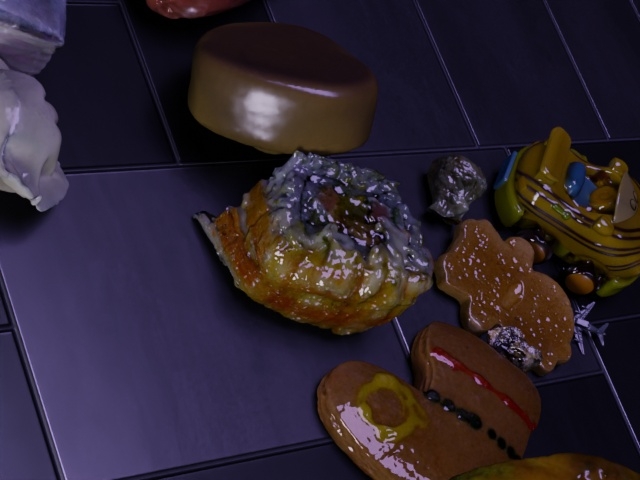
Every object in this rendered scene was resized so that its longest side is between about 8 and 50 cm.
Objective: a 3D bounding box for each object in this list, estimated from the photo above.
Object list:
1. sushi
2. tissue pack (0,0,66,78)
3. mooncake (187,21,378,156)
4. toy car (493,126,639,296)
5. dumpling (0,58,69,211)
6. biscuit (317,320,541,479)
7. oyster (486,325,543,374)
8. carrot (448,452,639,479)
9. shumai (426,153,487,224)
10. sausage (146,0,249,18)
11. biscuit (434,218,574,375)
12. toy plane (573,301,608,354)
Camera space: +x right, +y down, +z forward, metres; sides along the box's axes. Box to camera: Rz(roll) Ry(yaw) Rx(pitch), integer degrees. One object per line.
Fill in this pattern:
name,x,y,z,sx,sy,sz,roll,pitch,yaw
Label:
sushi,0.000,0.000,1.840,0.274,0.139,0.184,16,52,-27
tissue pack,-0.423,-0.380,1.801,0.259,0.122,0.361,13,57,-27
mooncake,-0.057,-0.181,1.889,0.234,0.117,0.235,10,29,-6
toy car,0.368,-0.046,2.133,0.247,0.142,0.200,32,49,-13
dumpling,-0.333,-0.116,1.709,0.155,0.111,0.181,47,46,-49
biscuit,0.141,0.198,1.874,0.262,0.052,0.277,43,46,-5
oyster,0.244,0.142,1.984,0.083,0.054,0.019,44,6,-10
carrot,0.202,0.378,1.671,0.241,0.241,0.341,45,48,-3
shumai,0.171,-0.065,2.055,0.083,0.082,0.080,27,46,12
sausage,-0.123,-0.375,1.991,0.152,0.152,0.279,51,47,3
biscuit,0.249,0.075,2.039,0.225,0.036,0.166,39,57,-10
toy plane,0.355,0.115,2.103,0.084,0.024,0.078,24,69,-21
